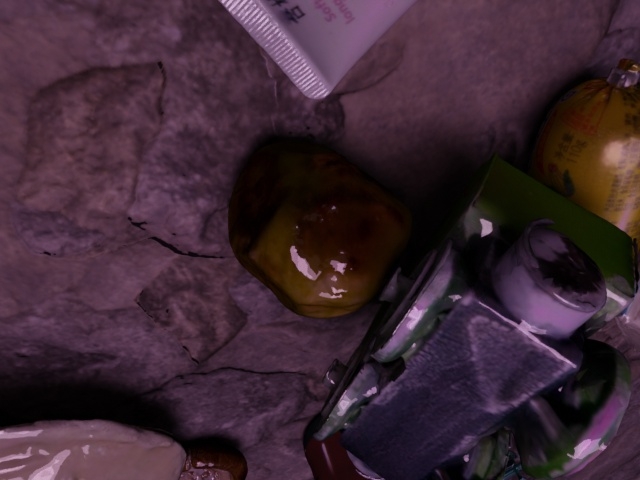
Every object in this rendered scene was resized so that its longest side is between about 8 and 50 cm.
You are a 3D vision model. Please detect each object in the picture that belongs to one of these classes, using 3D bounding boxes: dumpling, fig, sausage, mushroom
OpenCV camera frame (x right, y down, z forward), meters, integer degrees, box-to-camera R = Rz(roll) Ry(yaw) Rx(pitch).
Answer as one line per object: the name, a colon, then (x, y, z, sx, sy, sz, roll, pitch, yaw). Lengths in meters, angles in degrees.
dumpling: (-0.328, 0.294, 0.485, 0.395, 0.233, 0.315, -22, 138, -17)
fig: (0.000, 0.000, 0.432, 0.154, 0.144, 0.165, 0, 144, 8)
sausage: (0.272, -0.018, 0.530, 0.123, 0.123, 0.347, -15, 130, -9)
mushroom: (-0.159, 0.310, 0.674, 0.123, 0.052, 0.123, -5, 123, -8)

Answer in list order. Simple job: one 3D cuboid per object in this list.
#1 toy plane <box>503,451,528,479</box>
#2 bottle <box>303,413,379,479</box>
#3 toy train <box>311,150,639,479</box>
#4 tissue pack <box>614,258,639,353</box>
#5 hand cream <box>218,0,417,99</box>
toy plane: (0.338, 0.484, 1.000, 0.096, 0.060, 0.235, 37, 112, -24)
bottle: (0.088, 0.374, 0.629, 0.144, 0.336, 0.144, -10, 128, -14)
toy train: (0.129, 0.084, 0.442, 0.173, 0.249, 0.307, 32, 134, 7)
tissue pack: (0.441, 0.011, 0.542, 0.201, 0.124, 0.271, 32, 87, -54)
hand cream: (0.077, -0.254, 0.294, 0.359, 0.118, 0.185, -35, 135, 18)
